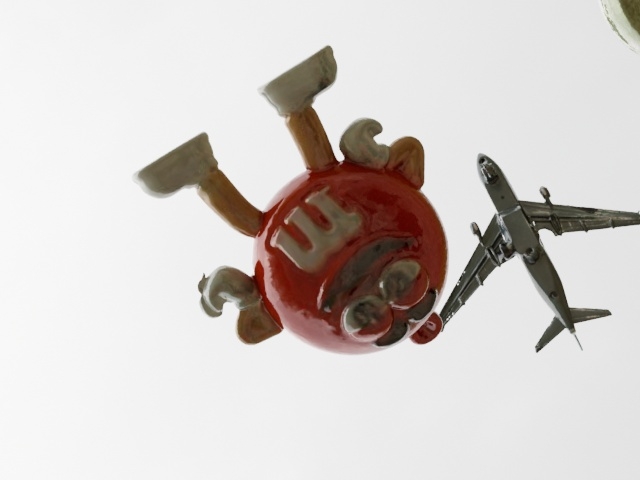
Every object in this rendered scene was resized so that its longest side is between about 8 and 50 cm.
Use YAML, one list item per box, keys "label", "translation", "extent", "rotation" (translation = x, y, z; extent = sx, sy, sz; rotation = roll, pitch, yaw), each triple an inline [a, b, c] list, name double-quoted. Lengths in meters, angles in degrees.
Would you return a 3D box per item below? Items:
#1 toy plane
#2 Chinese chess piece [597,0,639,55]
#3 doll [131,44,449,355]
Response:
- label: "toy plane"
  translation: [0.201, 0.004, 1.679]
  extent: [0.226, 0.058, 0.226]
  rotation: [-27, -109, 6]
- label: "Chinese chess piece"
  translation: [0.169, -0.122, 0.805]
  extent: [0.084, 0.034, 0.084]
  rotation: [-1, -84, -7]
- label: "doll"
  translation: [0.000, 0.000, 1.146]
  extent: [0.183, 0.085, 0.217]
  rotation: [-35, -74, 5]
